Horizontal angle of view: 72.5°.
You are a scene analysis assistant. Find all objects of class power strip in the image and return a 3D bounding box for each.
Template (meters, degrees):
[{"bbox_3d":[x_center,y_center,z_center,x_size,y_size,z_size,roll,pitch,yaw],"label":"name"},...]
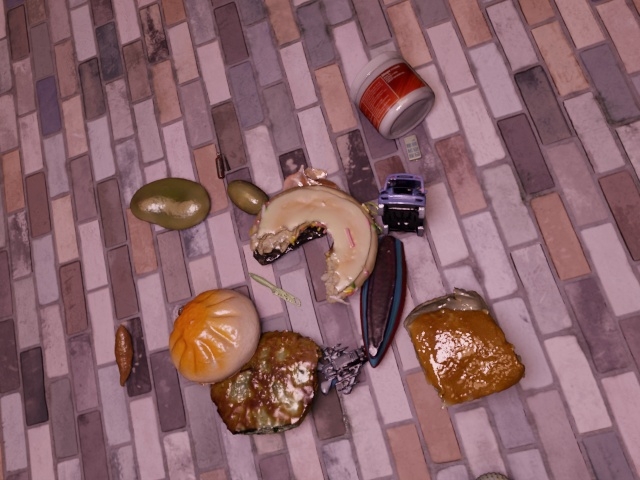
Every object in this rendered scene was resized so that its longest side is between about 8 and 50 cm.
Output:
[{"bbox_3d":[0.295,-0.297,1.402,0.040,0.016,0.089,-14,77,10],"label":"power strip"}]

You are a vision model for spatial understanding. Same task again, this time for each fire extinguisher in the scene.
[{"bbox_3d":[-0.342,-0.268,1.525,0.046,0.032,0.100,-11,83,21],"label":"fire extinguisher"}]

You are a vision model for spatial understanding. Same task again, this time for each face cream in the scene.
[{"bbox_3d":[0.223,-0.443,1.349,0.201,0.201,0.187,-36,74,4],"label":"face cream"}]

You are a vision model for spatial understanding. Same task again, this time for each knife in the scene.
[{"bbox_3d":[-0.151,0.159,1.413,0.207,0.014,0.030,28,85,15],"label":"knife"}]

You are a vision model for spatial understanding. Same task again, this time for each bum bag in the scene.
[{"bbox_3d":[-0.109,-0.010,1.408,0.248,0.069,0.102,-26,61,-6],"label":"bum bag"}]

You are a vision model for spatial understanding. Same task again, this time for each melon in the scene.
[{"bbox_3d":[-0.243,-0.145,1.445,0.162,0.099,0.099,32,87,17],"label":"melon"}]

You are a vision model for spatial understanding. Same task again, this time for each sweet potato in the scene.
[{"bbox_3d":[-0.658,0.383,1.460,0.068,0.060,0.205,-18,74,47],"label":"sweet potato"}]

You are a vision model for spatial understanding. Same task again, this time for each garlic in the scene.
[{"bbox_3d":[-0.030,-0.174,1.411,0.175,0.099,0.123,14,97,14],"label":"garlic"}]

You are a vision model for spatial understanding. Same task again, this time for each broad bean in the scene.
[{"bbox_3d":[-0.509,-0.127,1.504,0.264,0.121,0.188,3,75,-2],"label":"broad bean"}]

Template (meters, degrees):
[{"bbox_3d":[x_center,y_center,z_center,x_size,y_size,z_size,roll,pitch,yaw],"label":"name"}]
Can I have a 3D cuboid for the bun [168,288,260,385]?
[{"bbox_3d":[-0.333,0.271,1.298,0.299,0.164,0.298,-17,50,22],"label":"bun"}]

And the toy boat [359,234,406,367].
[{"bbox_3d":[0.179,0.170,1.279,0.136,0.079,0.391,6,68,13],"label":"toy boat"}]

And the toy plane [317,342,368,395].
[{"bbox_3d":[0.096,0.352,1.289,0.247,0.078,0.169,-32,47,2],"label":"toy plane"}]

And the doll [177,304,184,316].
[{"bbox_3d":[-0.447,0.260,1.446,0.058,0.040,0.085,9,81,3],"label":"doll"}]

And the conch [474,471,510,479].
[{"bbox_3d":[0.454,0.676,1.141,0.153,0.102,0.135,-26,85,40],"label":"conch"}]

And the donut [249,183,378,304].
[{"bbox_3d":[-0.003,-0.010,1.295,0.371,0.150,0.307,32,75,9],"label":"donut"}]

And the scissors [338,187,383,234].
[{"bbox_3d":[0.122,-0.099,1.356,0.020,0.133,0.187,-39,55,-20],"label":"scissors"}]

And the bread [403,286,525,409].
[{"bbox_3d":[0.373,0.272,1.169,0.250,0.225,0.278,-26,72,8],"label":"bread"}]

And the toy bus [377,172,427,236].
[{"bbox_3d":[0.236,-0.101,1.236,0.126,0.292,0.133,4,78,13],"label":"toy bus"}]

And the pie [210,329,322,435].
[{"bbox_3d":[-0.154,0.411,1.281,0.355,0.103,0.288,-16,56,10],"label":"pie"}]
